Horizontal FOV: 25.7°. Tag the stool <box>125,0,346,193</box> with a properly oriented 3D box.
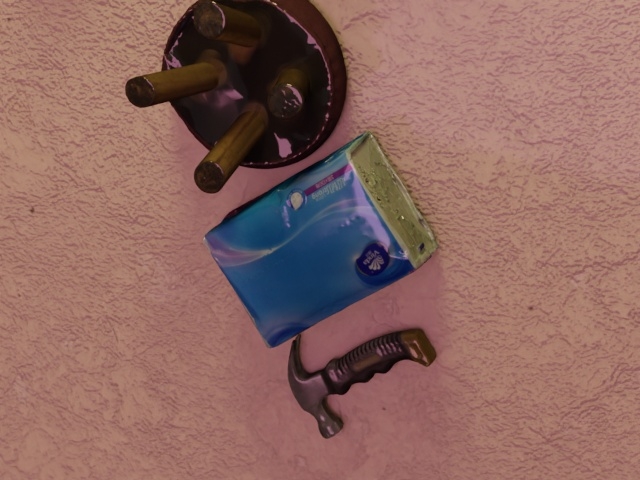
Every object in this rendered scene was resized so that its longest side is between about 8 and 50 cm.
[{"bbox_3d":[-0.114,-0.212,1.925,0.272,0.178,0.272,7,110,19],"label":"stool"}]

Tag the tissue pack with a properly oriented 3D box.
[{"bbox_3d":[0.000,0.000,1.966,0.263,0.146,0.198,-29,95,25],"label":"tissue pack"}]

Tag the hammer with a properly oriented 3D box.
[{"bbox_3d":[0.057,0.187,2.061,0.226,0.041,0.158,-25,98,26],"label":"hammer"}]
